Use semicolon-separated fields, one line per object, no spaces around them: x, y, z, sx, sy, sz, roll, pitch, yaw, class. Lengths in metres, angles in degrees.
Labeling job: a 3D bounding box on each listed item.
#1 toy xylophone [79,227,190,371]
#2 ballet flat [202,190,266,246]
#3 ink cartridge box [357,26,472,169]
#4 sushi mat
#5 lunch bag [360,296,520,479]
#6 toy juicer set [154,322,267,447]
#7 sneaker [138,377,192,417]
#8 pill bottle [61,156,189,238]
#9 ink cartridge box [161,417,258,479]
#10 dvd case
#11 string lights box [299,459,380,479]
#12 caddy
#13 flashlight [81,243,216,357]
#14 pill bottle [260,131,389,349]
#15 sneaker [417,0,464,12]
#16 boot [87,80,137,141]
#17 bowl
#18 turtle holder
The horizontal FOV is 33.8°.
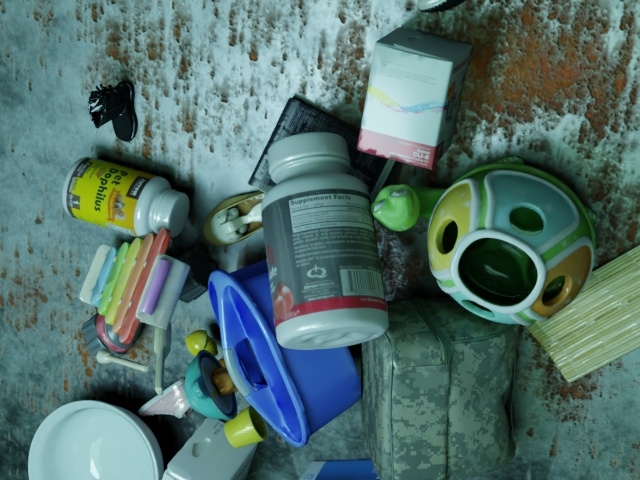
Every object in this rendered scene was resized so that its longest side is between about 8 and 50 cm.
-0.334;0.106;1.853;0.081;0.236;0.322;24;162;-29;toy xylophone
-0.133;-0.045;1.856;0.232;0.073;0.080;-27;97;30;ballet flat
0.146;-0.224;1.630;0.127;0.128;0.176;16;117;16;ink cartridge box
0.485;0.106;1.691;0.316;0.019;0.151;-35;94;30;sushi mat
0.208;0.250;1.759;0.255;0.212;0.305;-5;112;-9;lunch bag
-0.201;0.231;1.894;0.089;0.209;0.329;-27;143;11;toy juicer set
-0.303;0.334;2.102;0.134;0.051;0.070;-35;90;26;sneaker
-0.351;-0.073;1.910;0.214;0.117;0.117;16;117;16;pill bottle
-0.244;0.522;2.067;0.117;0.207;0.283;25;119;10;ink cartridge box
0.010;-0.119;1.759;0.221;0.018;0.165;27;94;10;dvd case
0.102;0.488;1.982;0.259;0.077;0.133;-7;109;25;string lights box
-0.080;0.189;1.818;0.241;0.179;0.341;5;120;64;caddy
-0.323;0.127;1.993;0.304;0.103;0.103;-31;96;31;flashlight
0.000;0.000;1.647;0.176;0.176;0.319;-17;71;28;pill bottle
0.209;-0.404;1.578;0.161;0.057;0.075;-26;83;31;sneaker
-0.369;-0.222;1.864;0.045;0.099;0.121;14;116;19;boot
-0.432;0.458;2.142;0.297;0.134;0.298;1;94;20;bowl
0.264;-0.011;1.604;0.243;0.227;0.320;-39;92;25;turtle holder
